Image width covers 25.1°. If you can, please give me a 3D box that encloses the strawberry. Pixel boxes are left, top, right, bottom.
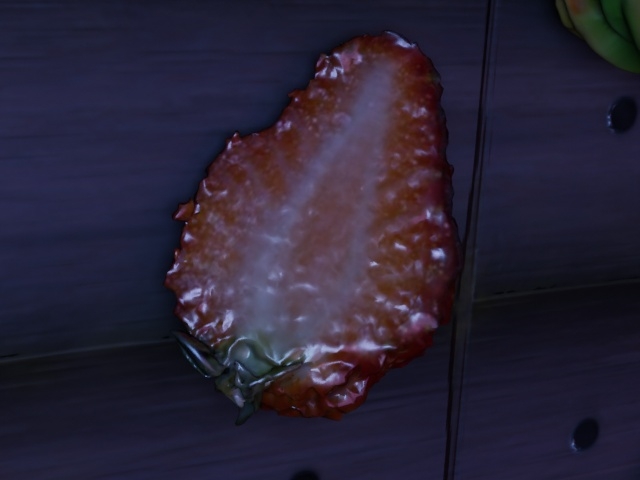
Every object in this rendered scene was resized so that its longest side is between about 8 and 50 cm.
[{"bbox_3d":[0.005,0.005,0.887,0.236,0.107,0.175,-42,85,-15],"label":"strawberry"}]

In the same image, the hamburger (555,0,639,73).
[{"bbox_3d":[0.236,-0.210,0.926,0.237,0.149,0.237,-15,115,-36],"label":"hamburger"}]
